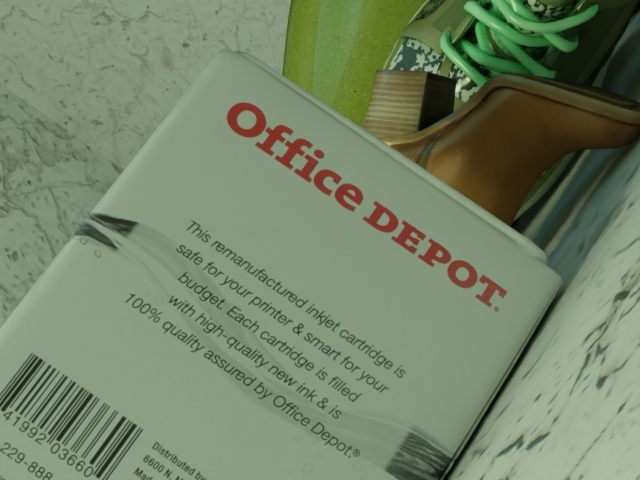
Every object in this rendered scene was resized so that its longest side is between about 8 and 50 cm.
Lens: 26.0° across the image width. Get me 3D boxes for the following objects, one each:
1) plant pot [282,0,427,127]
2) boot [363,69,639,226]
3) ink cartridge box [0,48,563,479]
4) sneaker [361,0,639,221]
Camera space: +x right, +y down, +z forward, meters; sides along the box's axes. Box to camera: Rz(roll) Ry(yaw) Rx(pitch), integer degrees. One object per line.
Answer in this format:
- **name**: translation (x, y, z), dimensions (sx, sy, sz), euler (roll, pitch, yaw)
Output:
- **plant pot**: translation (0.075, -0.099, 1.122), dimensions (0.275, 0.275, 0.293), euler (123, 166, -71)
- **boot**: translation (0.103, -0.022, 0.827), dimensions (0.073, 0.197, 0.152), euler (2, -86, -45)
- **ink cartridge box**: translation (-0.048, 0.084, 0.689), dimensions (0.289, 0.211, 0.121), euler (-54, -2, -19)
- **sneaker**: translation (0.141, -0.163, 0.897), dimensions (0.410, 0.158, 0.182), euler (-56, -12, 13)
